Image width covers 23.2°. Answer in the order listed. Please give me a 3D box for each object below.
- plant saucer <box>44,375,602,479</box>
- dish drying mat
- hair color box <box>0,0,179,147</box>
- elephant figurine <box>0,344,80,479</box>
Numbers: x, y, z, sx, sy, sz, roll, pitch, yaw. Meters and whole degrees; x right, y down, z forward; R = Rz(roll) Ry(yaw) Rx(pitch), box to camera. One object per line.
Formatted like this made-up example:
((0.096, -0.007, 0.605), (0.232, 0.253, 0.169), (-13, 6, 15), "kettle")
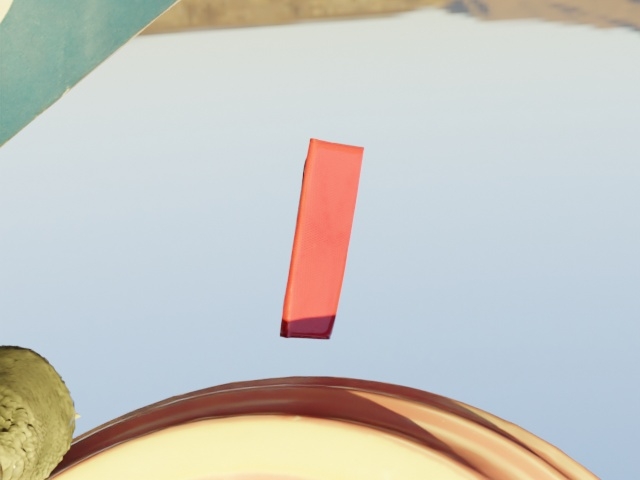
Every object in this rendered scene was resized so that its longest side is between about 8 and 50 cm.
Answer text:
((-0.021, 0.185, 0.489), (0.332, 0.332, 0.084), (-2, 149, 11), "plant saucer")
((0.000, 0.000, 0.655), (0.032, 0.083, 0.008), (7, -177, -44), "dish drying mat")
((-0.177, -0.047, 0.370), (0.347, 0.105, 0.174), (-44, -137, -21), "hair color box")
((-0.162, 0.066, 0.506), (0.239, 0.186, 0.169), (9, -168, 30), "elephant figurine")
